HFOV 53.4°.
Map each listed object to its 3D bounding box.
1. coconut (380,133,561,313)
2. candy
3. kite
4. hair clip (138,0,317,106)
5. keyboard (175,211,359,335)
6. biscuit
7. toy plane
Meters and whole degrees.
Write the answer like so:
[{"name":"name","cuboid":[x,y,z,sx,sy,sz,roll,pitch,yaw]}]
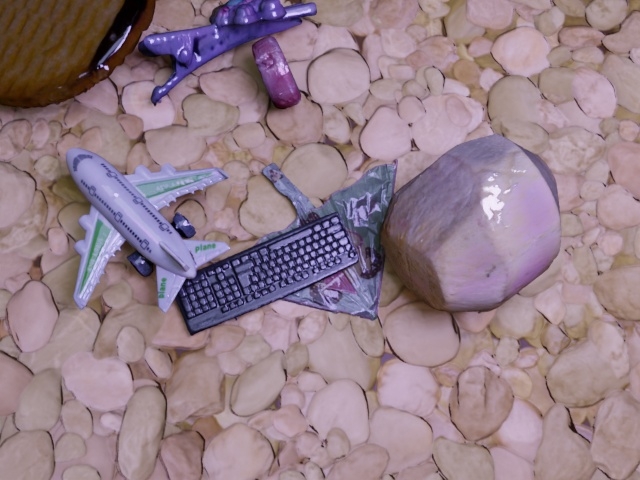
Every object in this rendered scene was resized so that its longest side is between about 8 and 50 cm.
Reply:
[{"name":"coconut","cuboid":[0.201,-0.023,0.798,0.237,0.237,0.197,-32,83,-10]},{"name":"candy","cuboid":[-0.063,-0.237,0.903,0.043,0.103,0.103,-24,77,4]},{"name":"kite","cuboid":[0.000,0.000,0.889,0.323,0.013,0.268,-31,79,-10]},{"name":"hair clip","cuboid":[-0.140,-0.300,0.914,0.278,0.137,0.090,-33,114,-9]},{"name":"keyboard","cuboid":[-0.073,0.045,0.863,0.250,0.017,0.087,-22,78,-6]},{"name":"biscuit","cuboid":[-0.379,-0.328,0.907,0.318,0.040,0.318,-5,69,13]},{"name":"toy plane","cuboid":[-0.247,-0.029,0.844,0.255,0.101,0.251,43,78,13]}]
